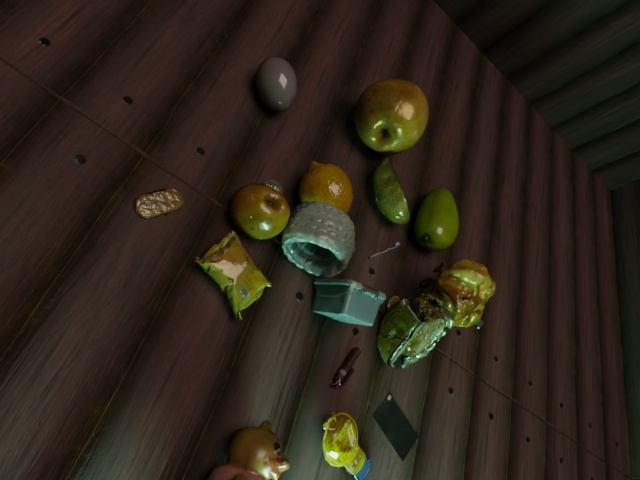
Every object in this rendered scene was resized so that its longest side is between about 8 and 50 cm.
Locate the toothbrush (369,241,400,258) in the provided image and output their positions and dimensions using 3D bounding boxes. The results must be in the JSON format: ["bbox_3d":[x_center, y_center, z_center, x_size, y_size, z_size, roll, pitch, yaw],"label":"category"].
[{"bbox_3d":[0.250,0.038,1.838,0.193,0.013,0.019,-22,80,-42],"label":"toothbrush"}]

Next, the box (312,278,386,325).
[{"bbox_3d":[0.082,0.189,1.514,0.162,0.227,0.130,25,74,-29],"label":"box"}]

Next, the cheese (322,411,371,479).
[{"bbox_3d":[0.078,0.627,1.429,0.156,0.064,0.250,-44,110,-39],"label":"cheese"}]

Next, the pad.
[{"bbox_3d":[0.257,0.632,1.606,0.116,0.004,0.193,-36,96,-41],"label":"pad"}]

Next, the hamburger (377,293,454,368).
[{"bbox_3d":[0.322,0.298,1.660,0.167,0.288,0.192,21,27,-26],"label":"hamburger"}]

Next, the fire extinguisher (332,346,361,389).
[{"bbox_3d":[0.085,0.424,1.542,0.173,0.035,0.049,-47,141,-40],"label":"fire extinguisher"}]

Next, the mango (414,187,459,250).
[{"bbox_3d":[0.498,-0.096,1.994,0.192,0.156,0.343,40,51,-19],"label":"mango"}]

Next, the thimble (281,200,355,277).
[{"bbox_3d":[0.000,0.000,1.530,0.250,0.205,0.172,34,53,-21],"label":"thimble"}]

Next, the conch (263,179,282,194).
[{"bbox_3d":[-0.155,-0.163,1.579,0.085,0.056,0.076,24,71,-28],"label":"conch"}]

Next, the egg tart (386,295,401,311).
[{"bbox_3d":[0.293,0.256,1.766,0.105,0.039,0.105,17,61,-34],"label":"egg tart"}]

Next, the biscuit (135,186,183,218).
[{"bbox_3d":[-0.456,-0.108,1.343,0.147,0.018,0.071,-26,91,-43],"label":"biscuit"}]

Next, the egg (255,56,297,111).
[{"bbox_3d":[-0.155,-0.552,1.676,0.146,0.146,0.199,1,78,-38],"label":"egg"}]

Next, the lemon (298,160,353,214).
[{"bbox_3d":[0.019,-0.161,1.624,0.186,0.187,0.244,-21,89,-41],"label":"lemon"}]

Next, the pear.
[{"bbox_3d":[0.285,-0.501,1.906,0.314,0.314,0.314,15,63,-33],"label":"pear"}]

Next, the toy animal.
[{"bbox_3d":[-0.186,0.588,1.182,0.169,0.195,0.281,22,53,18],"label":"toy animal"}]

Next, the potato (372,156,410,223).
[{"bbox_3d":[0.264,-0.183,1.873,0.111,0.160,0.272,-19,79,1],"label":"potato"}]

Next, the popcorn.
[{"bbox_3d":[0.520,0.214,1.792,0.281,0.297,0.316,51,15,10],"label":"popcorn"}]

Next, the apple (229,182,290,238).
[{"bbox_3d":[-0.183,-0.091,1.457,0.182,0.155,0.183,13,67,-33],"label":"apple"}]

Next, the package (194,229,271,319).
[{"bbox_3d":[-0.248,0.096,1.372,0.226,0.090,0.168,54,51,-11],"label":"package"}]
